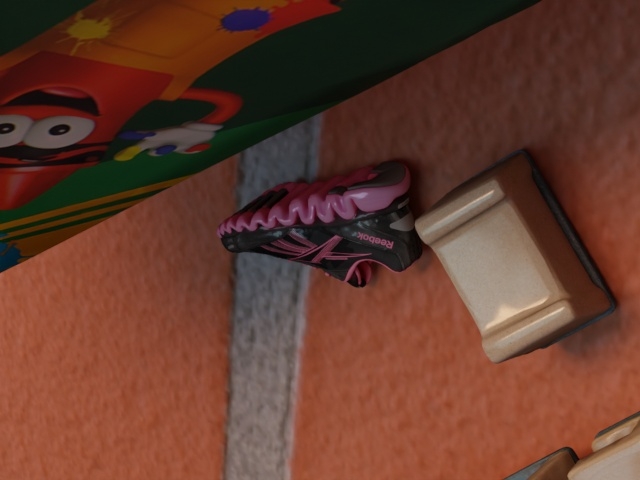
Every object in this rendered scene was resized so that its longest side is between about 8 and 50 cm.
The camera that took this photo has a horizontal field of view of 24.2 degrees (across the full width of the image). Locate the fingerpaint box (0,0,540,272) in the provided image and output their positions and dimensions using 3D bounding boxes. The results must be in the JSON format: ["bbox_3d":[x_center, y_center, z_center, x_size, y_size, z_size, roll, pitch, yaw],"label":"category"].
[{"bbox_3d":[-0.130,-0.233,0.474,0.371,0.163,0.445,-22,70,41],"label":"fingerpaint box"}]

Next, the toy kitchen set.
[{"bbox_3d":[0.049,0.080,0.683,0.207,0.122,0.166,-32,86,22],"label":"toy kitchen set"}]

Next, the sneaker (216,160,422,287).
[{"bbox_3d":[0.000,0.000,0.720,0.119,0.047,0.057,-8,113,43],"label":"sneaker"}]
